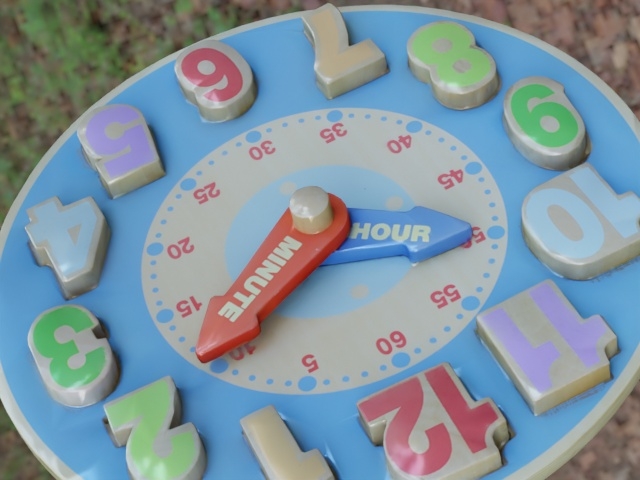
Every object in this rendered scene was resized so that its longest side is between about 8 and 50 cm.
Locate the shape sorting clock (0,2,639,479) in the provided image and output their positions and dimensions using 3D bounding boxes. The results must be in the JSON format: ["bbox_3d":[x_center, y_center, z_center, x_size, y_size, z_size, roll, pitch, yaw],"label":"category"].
[{"bbox_3d":[0.000,0.000,0.466,0.206,0.206,0.040,49,163,34],"label":"shape sorting clock"}]
